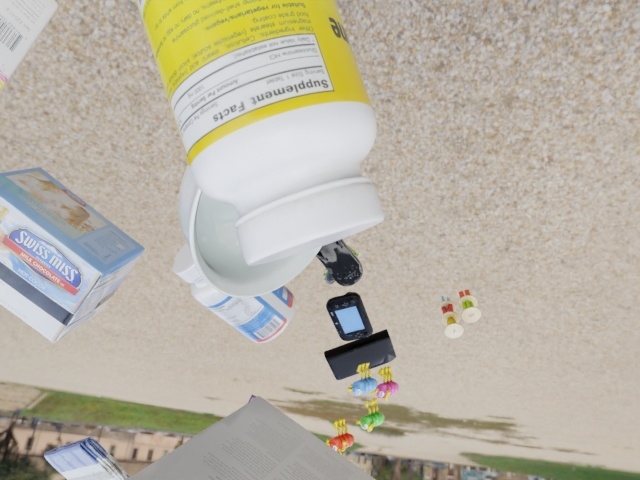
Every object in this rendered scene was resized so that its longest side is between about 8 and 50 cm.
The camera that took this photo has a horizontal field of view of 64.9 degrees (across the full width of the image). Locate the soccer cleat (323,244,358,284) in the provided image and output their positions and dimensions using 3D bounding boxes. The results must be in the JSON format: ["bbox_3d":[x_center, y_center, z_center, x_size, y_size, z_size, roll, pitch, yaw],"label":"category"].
[{"bbox_3d":[0.057,0.080,1.427,0.072,0.060,0.179,32,142,11],"label":"soccer cleat"}]

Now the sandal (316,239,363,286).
[{"bbox_3d":[0.001,0.000,1.133,0.254,0.097,0.054,43,-166,-5],"label":"sandal"}]

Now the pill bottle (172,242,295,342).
[{"bbox_3d":[-0.157,0.084,0.926,0.124,0.124,0.221,-12,134,40],"label":"pill bottle"}]

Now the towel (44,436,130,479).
[{"bbox_3d":[-0.486,0.563,1.155,0.209,0.034,0.285,-28,108,34],"label":"towel"}]

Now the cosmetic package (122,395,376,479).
[{"bbox_3d":[-0.020,0.369,0.600,0.377,0.098,0.284,29,-168,21],"label":"cosmetic package"}]

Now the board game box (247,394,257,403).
[{"bbox_3d":[-0.265,0.624,1.406,0.056,0.347,0.208,29,140,-3],"label":"board game box"}]

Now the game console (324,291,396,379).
[{"bbox_3d":[0.096,0.289,1.529,0.213,0.044,0.362,-21,130,2],"label":"game console"}]

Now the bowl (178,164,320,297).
[{"bbox_3d":[-0.108,-0.072,0.782,0.134,0.298,0.298,29,173,37],"label":"bowl"}]

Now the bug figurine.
[{"bbox_3d":[0.119,0.454,1.354,0.216,0.279,0.072,-4,-150,-44],"label":"bug figurine"}]

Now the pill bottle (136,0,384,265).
[{"bbox_3d":[-0.056,-0.154,0.498,0.187,0.334,0.188,-18,177,-1],"label":"pill bottle"}]

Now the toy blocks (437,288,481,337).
[{"bbox_3d":[0.386,0.185,1.419,0.054,0.148,0.123,31,117,-16],"label":"toy blocks"}]

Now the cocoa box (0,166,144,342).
[{"bbox_3d":[-0.659,0.022,1.213,0.347,0.228,0.231,39,-166,-4],"label":"cocoa box"}]

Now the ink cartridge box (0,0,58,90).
[{"bbox_3d":[-0.522,-0.238,0.619,0.119,0.354,0.207,19,164,24],"label":"ink cartridge box"}]
